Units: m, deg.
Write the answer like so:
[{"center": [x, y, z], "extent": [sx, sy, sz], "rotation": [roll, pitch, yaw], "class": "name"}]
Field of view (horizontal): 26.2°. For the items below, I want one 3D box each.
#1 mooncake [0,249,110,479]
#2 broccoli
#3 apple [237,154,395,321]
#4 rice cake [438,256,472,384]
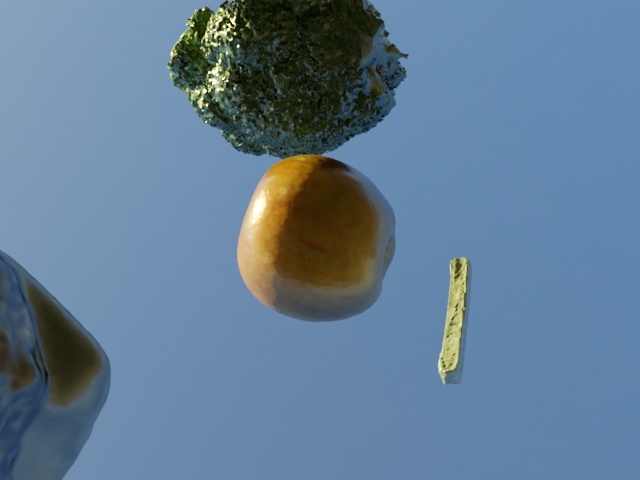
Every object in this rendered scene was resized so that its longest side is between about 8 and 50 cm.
[{"center": [-0.228, 0.075, 0.508], "extent": [0.254, 0.136, 0.250], "rotation": [44, -118, -22], "class": "mooncake"}, {"center": [-0.032, -0.212, 1.523], "extent": [0.265, 0.294, 0.245], "rotation": [1, -128, 7], "class": "broccoli"}, {"center": [0.000, 0.000, 1.407], "extent": [0.155, 0.182, 0.182], "rotation": [22, -116, 4], "class": "apple"}, {"center": [0.113, 0.066, 1.147], "extent": [0.022, 0.022, 0.121], "rotation": [-4, -131, 17], "class": "rice cake"}]
